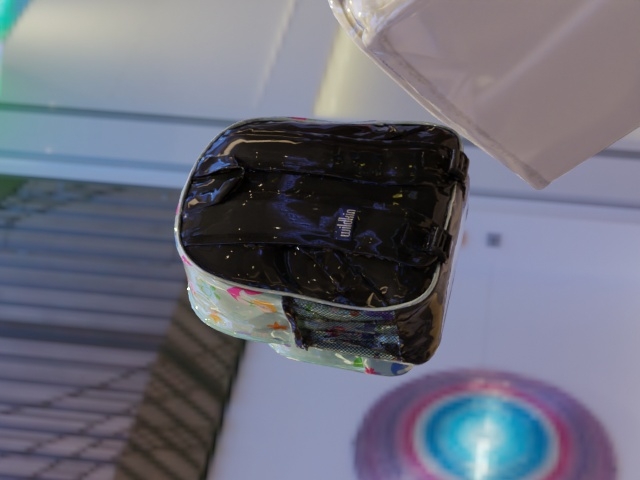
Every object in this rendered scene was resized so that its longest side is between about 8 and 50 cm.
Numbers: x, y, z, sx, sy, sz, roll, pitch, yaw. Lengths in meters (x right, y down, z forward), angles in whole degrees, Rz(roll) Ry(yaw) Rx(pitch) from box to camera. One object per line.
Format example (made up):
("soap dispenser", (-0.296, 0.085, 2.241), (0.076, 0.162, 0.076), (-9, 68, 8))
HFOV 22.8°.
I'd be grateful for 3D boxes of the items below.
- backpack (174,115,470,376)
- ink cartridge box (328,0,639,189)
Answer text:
("backpack", (0.000, 0.000, 1.447), (0.191, 0.253, 0.225), (87, -166, -54))
("ink cartridge box", (0.097, -0.139, 0.385), (0.092, 0.218, 0.158), (36, -150, -44))
